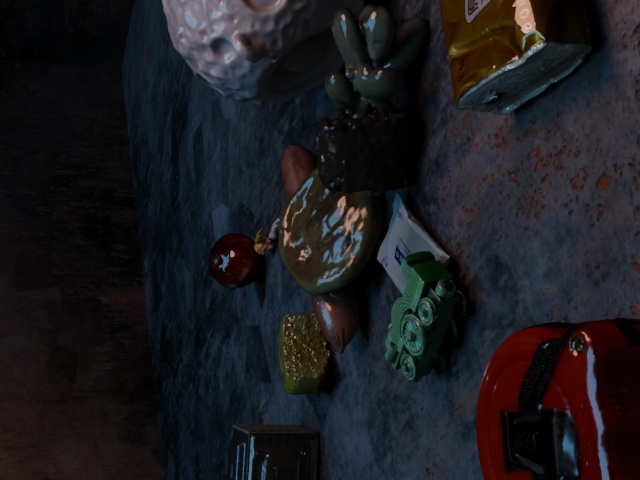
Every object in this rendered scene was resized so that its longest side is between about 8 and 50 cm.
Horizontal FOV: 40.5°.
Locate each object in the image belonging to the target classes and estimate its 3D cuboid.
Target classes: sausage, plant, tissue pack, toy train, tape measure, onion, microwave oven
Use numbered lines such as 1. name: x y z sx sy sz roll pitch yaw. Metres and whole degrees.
1. sausage: 0.000 -0.001 1.528 0.088 0.087 0.433 118 145 -50
2. plant: 0.067 -0.205 1.276 0.149 0.146 0.275 -139 53 -66
3. tissue pack: 0.135 0.029 1.259 0.193 0.026 0.123 -121 37 -51
4. toy train: 0.135 0.110 1.174 0.105 0.071 0.178 52 142 39
5. tape measure: 0.251 0.204 0.844 0.260 0.113 0.253 148 121 -65
6. tissue pack: 0.214 -0.278 0.985 0.183 0.091 0.226 142 128 -64
7. onion: -0.193 0.047 1.973 0.131 0.131 0.131 180 90 -69
8. microwave oven: -0.091 0.458 1.646 0.129 0.163 0.205 171 102 -66

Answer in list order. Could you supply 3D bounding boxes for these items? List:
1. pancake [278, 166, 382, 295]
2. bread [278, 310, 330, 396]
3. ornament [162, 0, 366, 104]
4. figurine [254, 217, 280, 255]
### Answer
1. pancake: 0.004 -0.027 1.440 0.241 0.050 0.242 -23 55 38
2. bread: -0.032 0.215 1.609 0.125 0.086 0.156 110 156 -61
3. ornament: -0.096 -0.401 1.429 0.337 0.336 0.337 180 90 -69
4. figurine: -0.112 -0.011 1.873 0.109 0.047 0.064 -57 9 44
